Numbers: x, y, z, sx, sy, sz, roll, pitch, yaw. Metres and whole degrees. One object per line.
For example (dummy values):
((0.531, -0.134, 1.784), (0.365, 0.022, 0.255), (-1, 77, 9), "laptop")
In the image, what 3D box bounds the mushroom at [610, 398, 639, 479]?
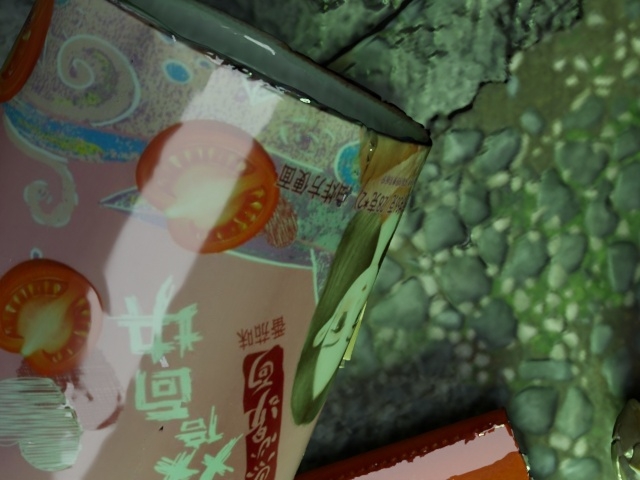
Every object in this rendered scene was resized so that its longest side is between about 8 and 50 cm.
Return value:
((0.261, 0.075, 0.615), (0.092, 0.081, 0.223), (30, 108, -29), "mushroom")

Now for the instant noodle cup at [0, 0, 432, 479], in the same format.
((-0.079, 0.010, 0.504), (0.243, 0.243, 0.231), (25, 104, -9), "instant noodle cup")

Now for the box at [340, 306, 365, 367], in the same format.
((0.000, 0.000, 0.614), (0.073, 0.020, 0.149), (14, 107, -6), "box")

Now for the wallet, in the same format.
((0.044, 0.195, 0.667), (0.204, 0.045, 0.142), (-20, 110, 6), "wallet")
